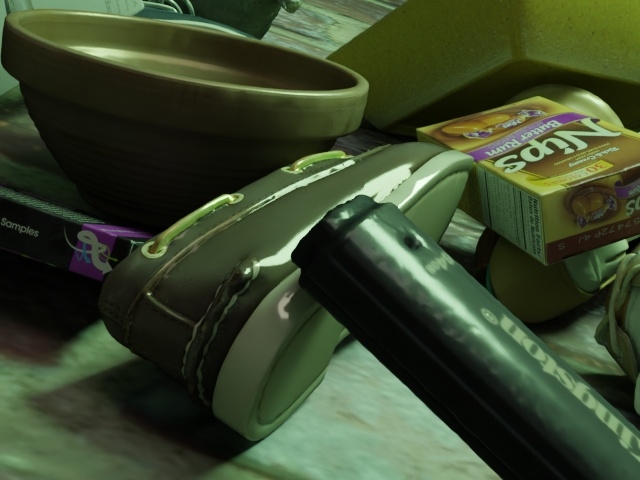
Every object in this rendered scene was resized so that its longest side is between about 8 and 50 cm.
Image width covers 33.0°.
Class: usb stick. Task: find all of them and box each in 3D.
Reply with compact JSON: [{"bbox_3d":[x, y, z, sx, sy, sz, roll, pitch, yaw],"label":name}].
[{"bbox_3d":[0.103,0.086,0.461,0.278,0.045,0.077,43,33,8],"label":"usb stick"}]

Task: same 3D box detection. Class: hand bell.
[{"bbox_3d":[0.166,-0.028,0.866,0.126,0.126,0.242,23,33,12],"label":"hand bell"}]

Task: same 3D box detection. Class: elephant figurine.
[{"bbox_3d":[-0.169,-0.283,1.174,0.239,0.186,0.169,-3,71,-21],"label":"elephant figurine"}]

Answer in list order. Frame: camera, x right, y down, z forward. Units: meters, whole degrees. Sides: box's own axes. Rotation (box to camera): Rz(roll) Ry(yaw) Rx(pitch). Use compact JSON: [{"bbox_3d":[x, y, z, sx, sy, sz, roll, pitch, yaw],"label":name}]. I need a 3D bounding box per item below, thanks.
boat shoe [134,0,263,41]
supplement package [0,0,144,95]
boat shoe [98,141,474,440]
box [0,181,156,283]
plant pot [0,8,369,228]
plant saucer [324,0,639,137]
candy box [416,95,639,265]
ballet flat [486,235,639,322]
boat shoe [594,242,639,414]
[{"bbox_3d":[-0.145,-0.164,0.944,0.254,0.095,0.079,5,34,-9],"label":"boat shoe"},{"bbox_3d":[-0.239,-0.191,0.807,0.105,0.105,0.179,32,58,31],"label":"supplement package"},{"bbox_3d":[0.000,0.000,0.621,0.096,0.117,0.324,27,28,15],"label":"boat shoe"},{"bbox_3d":[-0.167,-0.013,0.584,0.162,0.029,0.116,20,1,3],"label":"box"},{"bbox_3d":[-0.093,-0.076,0.715,0.237,0.110,0.237,10,18,-3],"label":"plant pot"},{"bbox_3d":[0.212,-0.155,1.044,0.332,0.081,0.333,6,-13,-27],"label":"plant saucer"},{"bbox_3d":[0.155,-0.049,0.754,0.109,0.053,0.186,-17,24,-15],"label":"candy box"},{"bbox_3d":[0.200,-0.004,0.789,0.073,0.080,0.232,-22,2,40],"label":"ballet flat"},{"bbox_3d":[0.225,0.057,0.674,0.103,0.113,0.302,26,12,23],"label":"boat shoe"}]
